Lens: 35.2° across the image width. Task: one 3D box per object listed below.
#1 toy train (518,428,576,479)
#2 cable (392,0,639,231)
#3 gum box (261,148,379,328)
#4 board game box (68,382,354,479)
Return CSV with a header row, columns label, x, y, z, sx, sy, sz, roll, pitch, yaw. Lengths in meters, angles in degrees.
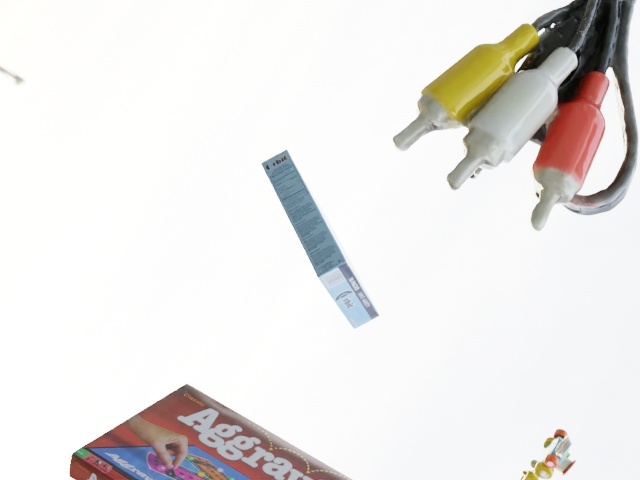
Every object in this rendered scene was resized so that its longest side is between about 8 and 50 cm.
label,x,y,z,sx,sy,sz,roll,pitch,yaw
toy train,0.288,0.327,1.316,0.166,0.046,0.125,-56,178,5
cable,0.173,-0.133,0.621,0.287,0.139,0.072,-57,174,-7
gum box,0.000,0.000,1.249,0.041,0.157,0.184,-29,-122,3
board game box,-0.041,0.210,0.784,0.281,0.145,0.027,25,-64,23
